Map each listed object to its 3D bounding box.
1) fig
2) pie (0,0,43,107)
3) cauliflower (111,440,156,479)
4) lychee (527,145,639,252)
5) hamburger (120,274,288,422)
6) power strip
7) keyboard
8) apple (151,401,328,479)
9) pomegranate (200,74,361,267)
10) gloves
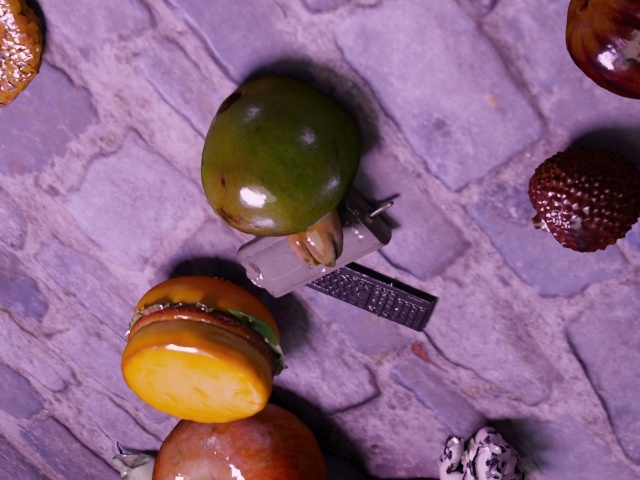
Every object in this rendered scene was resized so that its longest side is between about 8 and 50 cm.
[{"bbox_3d":[0.315,-0.195,1.182,0.149,0.148,0.202,-40,99,14],"label":"fig"},{"bbox_3d":[-0.468,-0.271,1.591,0.273,0.069,0.273,16,143,12],"label":"pie"},{"bbox_3d":[-0.285,0.489,2.299,0.315,0.256,0.239,55,147,11],"label":"cauliflower"},{"bbox_3d":[0.298,-0.046,1.401,0.129,0.123,0.123,-12,136,1],"label":"lychee"},{"bbox_3d":[-0.166,0.150,1.841,0.246,0.170,0.246,6,145,4],"label":"hamburger"},{"bbox_3d":[0.000,0.000,1.665,0.268,0.034,0.092,-27,114,40],"label":"power strip"},{"bbox_3d":[0.035,0.058,1.746,0.250,0.017,0.087,23,144,4],"label":"keyboard"},{"bbox_3d":[-0.121,0.398,2.036,0.301,0.301,0.301,15,141,12],"label":"apple"},{"bbox_3d":[-0.060,-0.067,1.520,0.189,0.159,0.241,18,138,12],"label":"pomegranate"},{"bbox_3d":[0.248,0.334,1.886,0.127,0.111,0.212,45,148,14],"label":"gloves"}]
